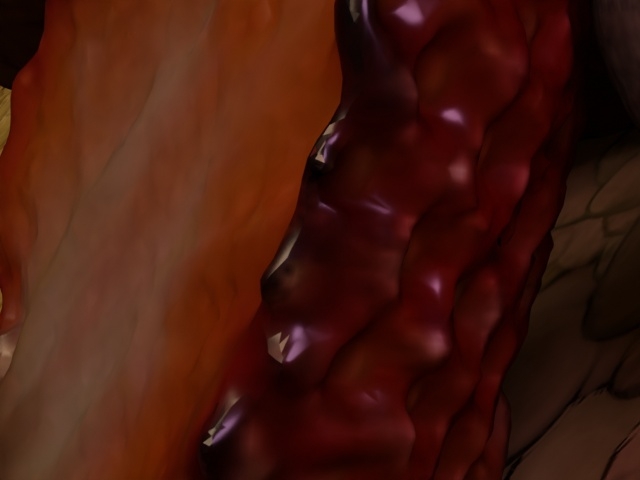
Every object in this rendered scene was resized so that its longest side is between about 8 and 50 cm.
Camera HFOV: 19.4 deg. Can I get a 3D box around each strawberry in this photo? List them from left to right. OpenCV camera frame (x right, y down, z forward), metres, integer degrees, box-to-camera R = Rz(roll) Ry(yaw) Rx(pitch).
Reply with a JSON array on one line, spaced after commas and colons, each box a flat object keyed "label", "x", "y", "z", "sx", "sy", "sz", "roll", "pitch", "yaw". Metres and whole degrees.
[{"label": "strawberry", "x": 0.000, "y": 0.000, "z": 0.599, "sx": 0.336, "sy": 0.149, "sz": 0.265, "roll": -61, "pitch": 31, "yaw": 33}]

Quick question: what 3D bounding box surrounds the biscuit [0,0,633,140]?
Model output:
[{"label": "biscuit", "x": -0.021, "y": -0.158, "z": 0.759, "sx": 0.395, "sy": 0.342, "sz": 0.166, "roll": -14, "pitch": 56, "yaw": 54}]

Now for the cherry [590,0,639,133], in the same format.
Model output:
[{"label": "cherry", "x": 0.154, "y": -0.068, "z": 0.506, "sx": 0.176, "sy": 0.140, "sz": 0.176, "roll": -15, "pitch": -6, "yaw": -2}]
